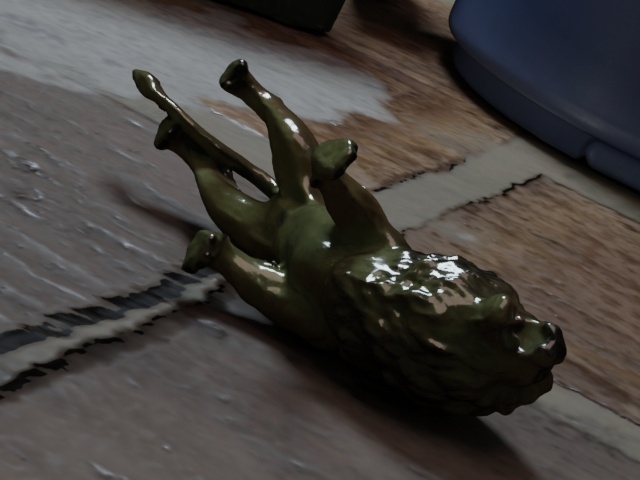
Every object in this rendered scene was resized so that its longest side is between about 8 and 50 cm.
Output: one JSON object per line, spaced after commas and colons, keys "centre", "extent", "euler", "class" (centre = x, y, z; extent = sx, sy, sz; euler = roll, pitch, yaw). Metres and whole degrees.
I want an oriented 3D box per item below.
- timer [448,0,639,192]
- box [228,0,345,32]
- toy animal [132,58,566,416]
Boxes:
{"centre": [0.252, -0.133, 1.148], "extent": [0.395, 0.173, 0.395], "euler": [21, 18, -7], "class": "timer"}
{"centre": [-0.075, -0.241, 1.038], "extent": [0.274, 0.178, 0.138], "euler": [15, 19, -25], "class": "box"}
{"centre": [-0.011, -0.008, 0.624], "extent": [0.220, 0.069, 0.086], "euler": [44, 5, 38], "class": "toy animal"}
